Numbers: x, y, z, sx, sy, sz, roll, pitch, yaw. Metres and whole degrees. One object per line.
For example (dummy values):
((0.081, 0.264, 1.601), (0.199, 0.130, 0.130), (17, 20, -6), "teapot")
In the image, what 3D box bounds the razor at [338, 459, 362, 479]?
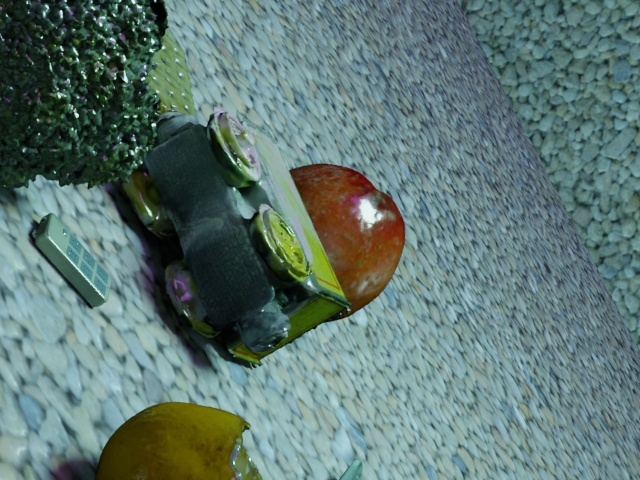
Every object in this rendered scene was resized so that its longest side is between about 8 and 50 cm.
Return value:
((0.097, 0.341, 1.789), (0.278, 0.056, 0.111), (58, 15, -1), "razor")

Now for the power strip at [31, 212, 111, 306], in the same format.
((-0.207, 0.017, 1.567), (0.090, 0.016, 0.040), (51, 19, -24), "power strip")

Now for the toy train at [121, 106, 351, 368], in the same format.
((-0.079, -0.006, 1.768), (0.177, 0.134, 0.261), (27, 35, -60), "toy train")

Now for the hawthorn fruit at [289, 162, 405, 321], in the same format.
((0.000, 0.000, 1.923), (0.173, 0.173, 0.173), (51, 18, -24), "hawthorn fruit")

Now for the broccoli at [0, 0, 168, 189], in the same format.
((-0.263, -0.219, 1.547), (0.361, 0.221, 0.252), (56, 6, 33), "broccoli")

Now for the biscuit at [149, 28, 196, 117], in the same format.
((-0.182, -0.204, 2.031), (0.144, 0.016, 0.203), (43, 23, -41), "biscuit")

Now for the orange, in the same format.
((-0.093, 0.193, 1.386), (0.156, 0.134, 0.157), (38, 36, -34), "orange")
